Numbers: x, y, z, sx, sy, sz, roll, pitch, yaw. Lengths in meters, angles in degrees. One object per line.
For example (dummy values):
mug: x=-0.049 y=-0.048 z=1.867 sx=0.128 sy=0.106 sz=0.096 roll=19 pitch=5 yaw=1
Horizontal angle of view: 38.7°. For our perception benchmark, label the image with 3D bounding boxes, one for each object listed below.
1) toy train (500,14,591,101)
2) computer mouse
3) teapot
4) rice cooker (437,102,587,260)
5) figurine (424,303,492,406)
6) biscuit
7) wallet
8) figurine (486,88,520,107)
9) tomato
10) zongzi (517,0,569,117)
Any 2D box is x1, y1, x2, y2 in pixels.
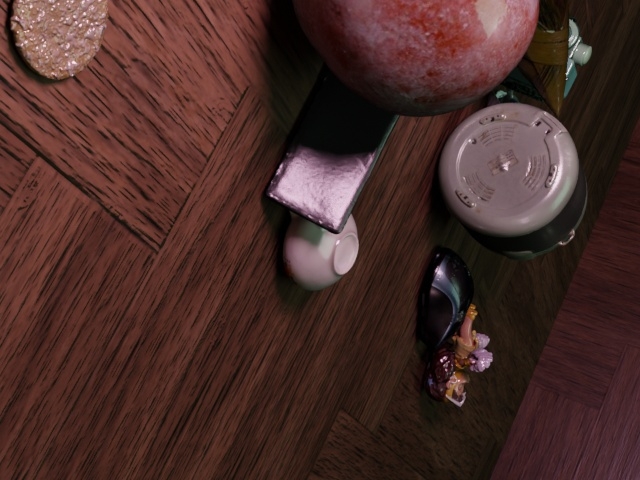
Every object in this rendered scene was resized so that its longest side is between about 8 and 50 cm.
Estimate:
toy train: x=0.423 y=-0.371 z=1.807 sx=0.163 sy=0.203 sz=0.112 roll=-63 pitch=157 yaw=3
computer mouse: x=0.276 y=0.129 z=1.964 sx=0.137 sy=0.096 sz=0.233 roll=-41 pitch=140 yaw=-45
teapot: x=0.000 y=0.000 z=1.372 sx=0.145 sy=0.092 sz=0.226 roll=-56 pitch=147 yaw=-29
rice cooker: x=0.387 y=-0.117 z=1.824 sx=0.277 sy=0.288 sz=0.288 roll=30 pitch=80 yaw=-65
figurine: x=0.317 y=0.264 z=2.087 sx=0.175 sy=0.116 sz=0.240 roll=-65 pitch=-179 yaw=-72
biscuit: x=-0.242 y=-0.209 z=0.853 sx=0.120 sy=0.015 sz=0.120 roll=-39 pitch=139 yaw=-45
wallet: x=0.026 y=-0.139 z=1.295 sx=0.244 sy=0.124 sz=0.025 roll=-64 pitch=-177 yaw=-13
figurine: x=0.396 y=-0.283 z=1.937 sx=0.082 sy=0.094 sz=0.086 roll=-25 pitch=175 yaw=-7
tomato: x=0.120 y=-0.310 z=1.144 sx=0.282 sy=0.316 sz=0.317 roll=-47 pitch=159 yaw=18
zongzi: x=0.386 y=-0.375 z=1.617 sx=0.286 sy=0.138 sz=0.300 roll=-4 pitch=78 yaw=-79
